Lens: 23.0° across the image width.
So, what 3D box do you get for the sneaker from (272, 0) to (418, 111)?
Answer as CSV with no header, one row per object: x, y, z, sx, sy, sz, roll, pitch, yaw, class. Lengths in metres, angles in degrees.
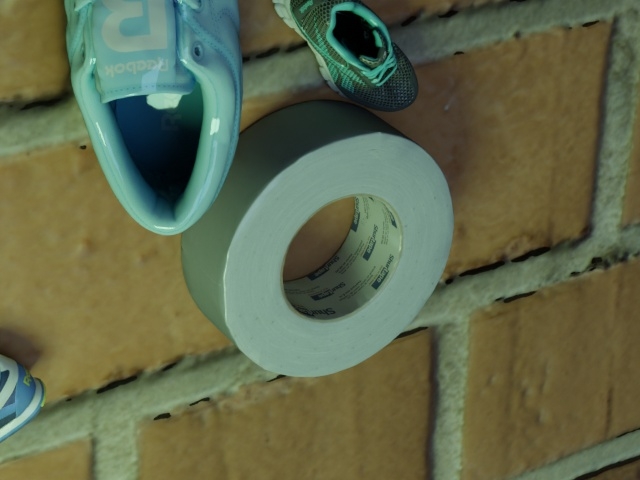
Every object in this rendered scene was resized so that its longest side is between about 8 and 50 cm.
0.030,-0.144,1.202,0.065,0.076,0.166,-50,133,1,sneaker

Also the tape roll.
0.000,0.000,1.270,0.219,0.072,0.219,-18,125,-27,tape roll

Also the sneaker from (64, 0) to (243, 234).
-0.107,-0.166,1.019,0.135,0.150,0.365,-10,125,2,sneaker

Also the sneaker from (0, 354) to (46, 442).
-0.275,0.140,1.173,0.144,0.053,0.059,-46,134,-16,sneaker
